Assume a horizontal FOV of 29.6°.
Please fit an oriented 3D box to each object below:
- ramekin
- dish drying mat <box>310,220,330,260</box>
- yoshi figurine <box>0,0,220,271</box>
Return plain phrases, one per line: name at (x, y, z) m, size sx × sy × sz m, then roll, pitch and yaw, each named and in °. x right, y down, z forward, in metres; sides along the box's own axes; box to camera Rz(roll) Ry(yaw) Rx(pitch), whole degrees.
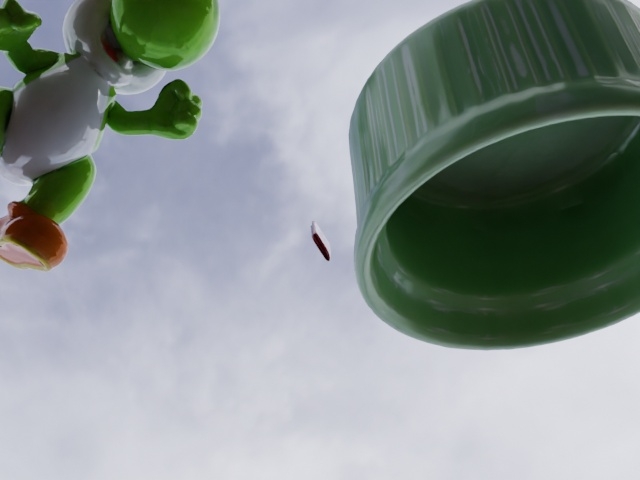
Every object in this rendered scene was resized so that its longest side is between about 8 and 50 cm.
ramekin at (0.165, -0.055, 0.950) m, size 0.303 × 0.303 × 0.148 m, roll -4°, pitch -126°, yaw -10°
dish drying mat at (0.000, 0.000, 1.193) m, size 0.008 × 0.083 × 0.032 m, roll -33°, pitch -82°, yaw 4°
yoshi figurine at (-0.224, -0.155, 1.191) m, size 0.203 × 0.203 × 0.362 m, roll 22°, pitch -115°, yaw 23°
